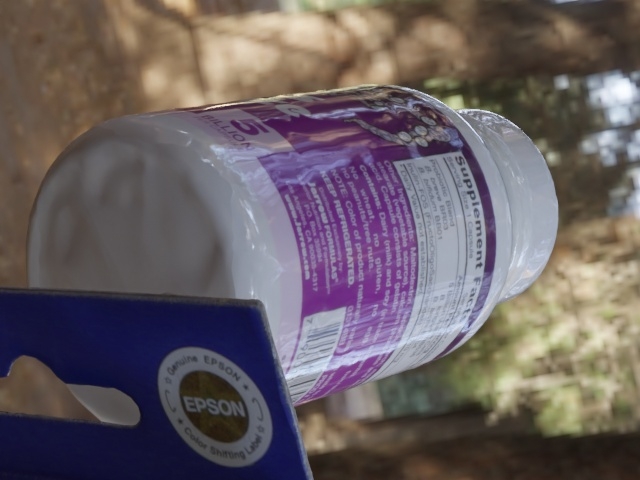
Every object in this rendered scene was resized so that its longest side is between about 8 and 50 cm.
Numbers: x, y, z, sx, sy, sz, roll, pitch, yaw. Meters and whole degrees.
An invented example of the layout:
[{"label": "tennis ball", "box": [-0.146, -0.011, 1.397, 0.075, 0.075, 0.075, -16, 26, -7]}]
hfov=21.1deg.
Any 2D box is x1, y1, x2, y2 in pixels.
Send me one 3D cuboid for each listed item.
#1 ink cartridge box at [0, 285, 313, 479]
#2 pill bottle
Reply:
[{"label": "ink cartridge box", "box": [-0.054, 0.189, 0.509, 0.069, 0.176, 0.371, -38, 121, -49]}, {"label": "pill bottle", "box": [0.000, 0.000, 0.954, 0.301, 0.169, 0.169, -13, 92, -49]}]
